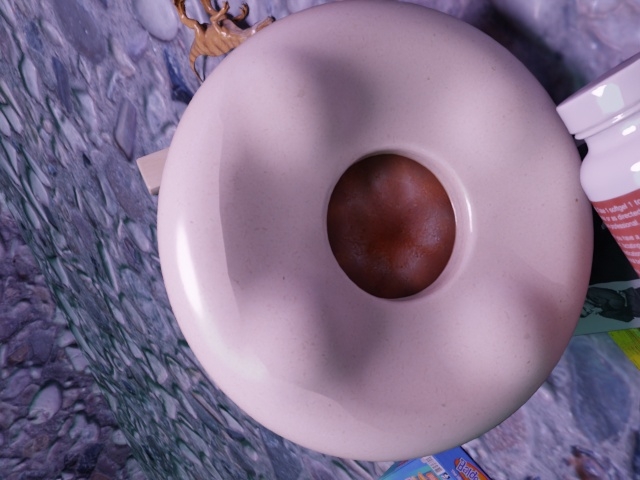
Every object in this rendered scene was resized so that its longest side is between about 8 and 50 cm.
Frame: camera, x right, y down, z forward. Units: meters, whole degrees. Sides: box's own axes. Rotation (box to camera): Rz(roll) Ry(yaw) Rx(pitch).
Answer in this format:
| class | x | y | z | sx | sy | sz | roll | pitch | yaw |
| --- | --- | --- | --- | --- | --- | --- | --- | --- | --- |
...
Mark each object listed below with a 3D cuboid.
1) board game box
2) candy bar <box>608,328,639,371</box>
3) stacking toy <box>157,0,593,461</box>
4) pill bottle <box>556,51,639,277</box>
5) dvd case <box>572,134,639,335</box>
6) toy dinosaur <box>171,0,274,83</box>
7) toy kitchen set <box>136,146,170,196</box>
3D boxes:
| class | x | y | z | sx | sy | sz | roll | pitch | yaw |
| --- | --- | --- | --- | --- | --- | --- | --- | --- | --- |
| board game box | 0.192 | 0.397 | 0.985 | 0.160 | 0.047 | 0.210 | 46 | 146 | 12 |
| candy bar | 0.312 | 0.109 | 0.608 | 0.161 | 0.018 | 0.040 | 51 | 146 | 7 |
| stacking toy | 0.000 | 0.000 | 0.670 | 0.351 | 0.350 | 0.480 | 59 | 164 | -6 |
| pill bottle | 0.266 | -0.030 | 0.451 | 0.216 | 0.121 | 0.121 | 56 | 147 | -2 |
| dvd case | 0.215 | 0.009 | 0.618 | 0.238 | 0.029 | 0.179 | -25 | 92 | 57 |
| toy dinosaur | -0.146 | -0.262 | 0.819 | 0.211 | 0.064 | 0.112 | 3 | 122 | 51 |
| toy kitchen set | -0.188 | -0.033 | 1.013 | 0.207 | 0.122 | 0.166 | 65 | 166 | 8 |
